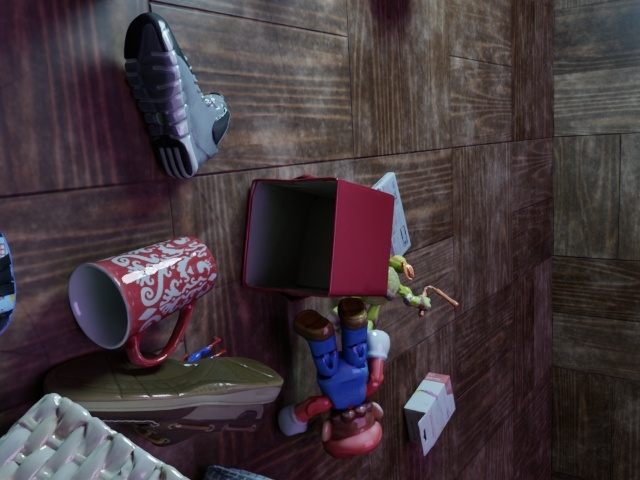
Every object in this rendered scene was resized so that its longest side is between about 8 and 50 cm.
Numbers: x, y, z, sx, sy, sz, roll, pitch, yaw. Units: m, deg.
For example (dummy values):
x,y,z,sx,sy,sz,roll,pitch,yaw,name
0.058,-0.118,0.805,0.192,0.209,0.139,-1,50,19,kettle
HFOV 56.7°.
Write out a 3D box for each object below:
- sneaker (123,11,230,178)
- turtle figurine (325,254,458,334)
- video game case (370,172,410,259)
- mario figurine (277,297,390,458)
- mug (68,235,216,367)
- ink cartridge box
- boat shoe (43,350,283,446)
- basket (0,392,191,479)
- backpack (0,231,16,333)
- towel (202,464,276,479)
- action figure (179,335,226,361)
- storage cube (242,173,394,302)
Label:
x,y,z,sx,sy,sz,roll,pitch,yaw,name
-0.194,-0.214,0.850,0.132,0.086,0.228,-44,137,-48,sneaker
0.121,0.113,1.189,0.217,0.270,0.087,-54,169,-6,turtle figurine
0.141,-0.027,1.357,0.183,0.023,0.201,-44,127,-43,video game case
0.024,0.259,1.105,0.170,0.198,0.320,-59,146,-61,mario figurine
-0.232,0.075,0.803,0.169,0.113,0.150,-29,131,-54,mug
0.279,0.450,1.549,0.198,0.067,0.115,-37,121,-48,ink cartridge box
-0.208,0.233,0.819,0.342,0.123,0.123,10,103,-44,boat shoe
-0.228,0.386,0.576,0.331,0.329,0.266,-53,163,-39,basket
-0.393,0.044,0.561,0.173,0.117,0.158,-18,107,-51,backpack
-0.088,0.482,0.875,0.121,0.284,0.234,34,65,-48,towel
-0.199,0.193,0.913,0.115,0.030,0.038,-35,115,-41,action figure
0.000,0.000,1.035,0.193,0.184,0.214,6,87,-55,storage cube
